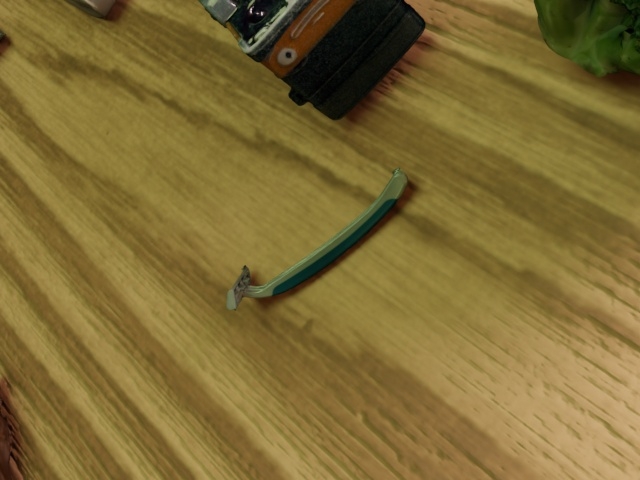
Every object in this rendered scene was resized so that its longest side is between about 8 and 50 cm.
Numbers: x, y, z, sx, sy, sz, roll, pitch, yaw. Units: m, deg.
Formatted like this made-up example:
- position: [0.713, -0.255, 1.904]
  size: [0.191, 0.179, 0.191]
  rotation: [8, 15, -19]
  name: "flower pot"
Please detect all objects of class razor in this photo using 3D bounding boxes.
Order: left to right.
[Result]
- position: [0.002, 0.003, 0.900]
  size: [0.191, 0.037, 0.068]
  rotation: [-33, 11, 16]
  name: "razor"

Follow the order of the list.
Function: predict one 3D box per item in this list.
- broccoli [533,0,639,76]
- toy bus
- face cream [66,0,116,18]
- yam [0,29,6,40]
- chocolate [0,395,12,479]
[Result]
- position: [0.256, -0.215, 0.689]
  size: [0.308, 0.275, 0.308]
  rotation: [3, 70, -9]
  name: "broccoli"
- position: [-0.036, -0.247, 0.964]
  size: [0.138, 0.167, 0.275]
  rotation: [-46, 44, 11]
  name: "toy bus"
- position: [-0.230, -0.404, 1.248]
  size: [0.107, 0.073, 0.269]
  rotation: [26, 86, 37]
  name: "face cream"
- position: [-0.537, -0.205, 1.377]
  size: [0.259, 0.093, 0.093]
  rotation: [-49, 48, 8]
  name: "yam"
- position: [-0.380, 0.237, 1.041]
  size: [0.148, 0.093, 0.214]
  rotation: [-38, 50, 19]
  name: "chocolate"
